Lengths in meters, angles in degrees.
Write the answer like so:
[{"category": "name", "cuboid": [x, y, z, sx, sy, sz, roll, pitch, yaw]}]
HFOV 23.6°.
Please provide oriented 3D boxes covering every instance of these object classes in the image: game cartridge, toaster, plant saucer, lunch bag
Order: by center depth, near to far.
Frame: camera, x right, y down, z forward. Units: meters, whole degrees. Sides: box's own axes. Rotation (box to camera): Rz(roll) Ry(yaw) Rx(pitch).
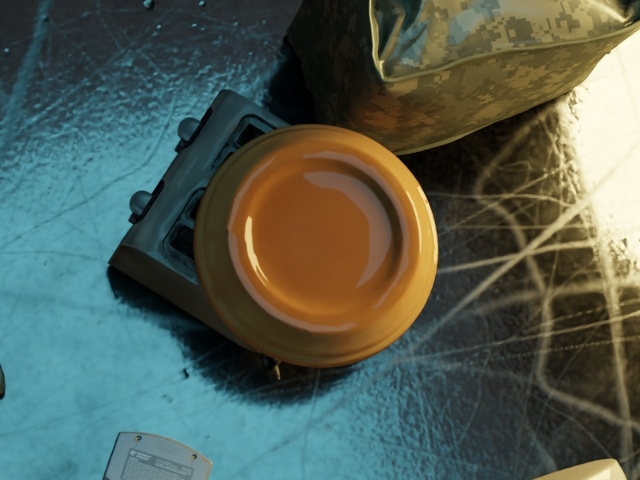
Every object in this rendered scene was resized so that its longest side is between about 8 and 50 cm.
[{"category": "plant saucer", "cuboid": [0.000, 0.000, 1.214, 0.200, 0.037, 0.200, 3, 77, -12]}, {"category": "game cartridge", "cuboid": [-0.134, 0.191, 1.267, 0.083, 0.017, 0.056, 20, 77, -5]}, {"category": "toaster", "cuboid": [-0.063, -0.009, 1.282, 0.185, 0.110, 0.168, 32, 73, -1]}, {"category": "lunch bag", "cuboid": [0.140, -0.188, 1.299, 0.287, 0.235, 0.169, -11, 79, -13]}]

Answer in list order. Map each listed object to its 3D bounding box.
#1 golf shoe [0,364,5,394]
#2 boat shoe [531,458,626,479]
[{"category": "golf shoe", "cuboid": [-0.324, 0.064, 1.228, 0.176, 0.086, 0.069, 45, 71, 1]}, {"category": "boat shoe", "cuboid": [0.123, 0.317, 1.238, 0.340, 0.127, 0.158, -27, 88, -8]}]
